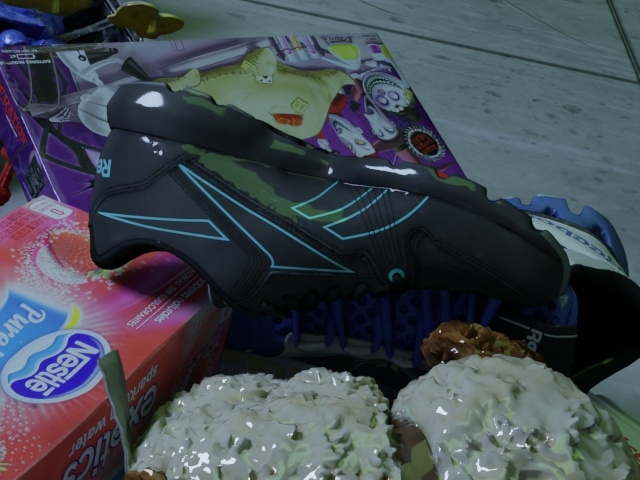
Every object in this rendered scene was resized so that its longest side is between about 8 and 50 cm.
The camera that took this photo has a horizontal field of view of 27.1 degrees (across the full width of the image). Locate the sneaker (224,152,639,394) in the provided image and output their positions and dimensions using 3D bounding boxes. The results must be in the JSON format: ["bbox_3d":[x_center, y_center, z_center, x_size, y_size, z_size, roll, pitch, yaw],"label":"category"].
[{"bbox_3d":[0.071,0.031,0.811,0.315,0.128,0.182,3,15,-11],"label":"sneaker"}]

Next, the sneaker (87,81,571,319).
[{"bbox_3d":[0.000,0.000,0.724,0.267,0.106,0.101,17,-8,9],"label":"sneaker"}]

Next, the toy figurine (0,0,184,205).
[{"bbox_3d":[-0.305,-0.161,1.014,0.362,0.191,0.217,2,33,-48],"label":"toy figurine"}]

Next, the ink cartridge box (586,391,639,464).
[{"bbox_3d":[0.129,0.181,0.758,0.217,0.092,0.158,-13,36,-37],"label":"ink cartridge box"}]

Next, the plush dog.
[{"bbox_3d":[0.034,0.126,0.601,0.225,0.211,0.262,-14,53,-5],"label":"plush dog"}]

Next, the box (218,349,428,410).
[{"bbox_3d":[-0.016,0.060,0.964,0.231,0.056,0.183,16,27,7],"label":"box"}]

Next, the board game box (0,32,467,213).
[{"bbox_3d":[-0.054,-0.062,0.982,0.346,0.056,0.208,-9,63,-37],"label":"board game box"}]

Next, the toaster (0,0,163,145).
[{"bbox_3d":[-0.253,-0.196,1.220,0.168,0.110,0.185,57,41,1],"label":"toaster"}]

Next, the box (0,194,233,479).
[{"bbox_3d":[-0.176,0.112,0.699,0.142,0.154,0.300,21,27,14],"label":"box"}]
